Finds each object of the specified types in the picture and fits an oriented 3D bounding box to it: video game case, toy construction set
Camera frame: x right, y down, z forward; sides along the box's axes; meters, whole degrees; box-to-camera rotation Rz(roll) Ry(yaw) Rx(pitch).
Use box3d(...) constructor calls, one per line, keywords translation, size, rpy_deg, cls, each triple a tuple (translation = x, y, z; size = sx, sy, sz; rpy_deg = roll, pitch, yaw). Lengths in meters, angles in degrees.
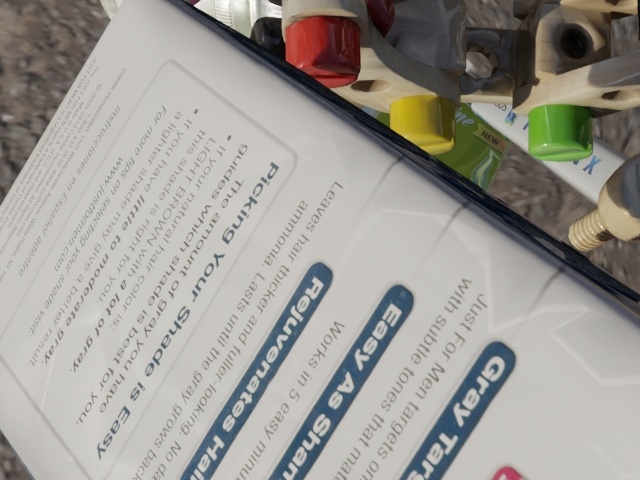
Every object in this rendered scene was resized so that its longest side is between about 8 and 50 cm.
box3d(translation=(0.277, 0.015, 1.068), size=(0.329, 0.300, 0.036), rpy_deg=(34, 97, -19), cls="video game case")
box3d(translation=(0.084, -0.068, 0.814), size=(0.257, 0.237, 0.309), rpy_deg=(-21, 81, -22), cls="toy construction set")

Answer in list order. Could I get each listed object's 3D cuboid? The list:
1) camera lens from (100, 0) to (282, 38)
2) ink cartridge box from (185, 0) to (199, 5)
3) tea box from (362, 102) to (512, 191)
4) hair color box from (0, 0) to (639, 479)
box3d(translation=(-0.101, -0.313, 1.722), size=(0.274, 0.219, 0.219), rpy_deg=(16, 95, 28), cls="camera lens")
box3d(translation=(-0.171, -0.374, 1.428), size=(0.186, 0.065, 0.311), rpy_deg=(-41, 84, -25), cls="ink cartridge box")
box3d(translation=(0.000, 0.000, 1.543), size=(0.220, 0.323, 0.329), rpy_deg=(32, 139, -4), cls="tea box")
box3d(translation=(0.003, 0.052, 0.515), size=(0.174, 0.105, 0.347), rpy_deg=(-58, 40, 7), cls="hair color box")
